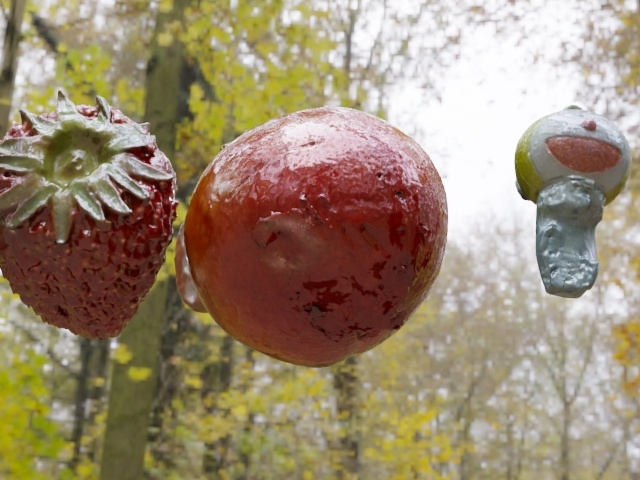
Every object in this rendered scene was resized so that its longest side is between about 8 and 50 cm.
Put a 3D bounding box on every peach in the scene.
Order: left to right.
[{"bbox_3d":[0.000,0.000,1.477,0.370,0.370,0.370,3,-23,1],"label":"peach"}]

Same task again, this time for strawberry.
[{"bbox_3d":[-0.332,-0.026,1.619,0.292,0.292,0.343,5,-30,-5],"label":"strawberry"}]

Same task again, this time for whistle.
[{"bbox_3d":[0.255,-0.049,1.162,0.123,0.223,0.123,7,-29,4],"label":"whistle"}]

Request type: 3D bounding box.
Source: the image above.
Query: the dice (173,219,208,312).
[{"bbox_3d":[-0.153,0.036,2.062,0.179,0.175,0.174,-4,-9,-36],"label":"dice"}]
